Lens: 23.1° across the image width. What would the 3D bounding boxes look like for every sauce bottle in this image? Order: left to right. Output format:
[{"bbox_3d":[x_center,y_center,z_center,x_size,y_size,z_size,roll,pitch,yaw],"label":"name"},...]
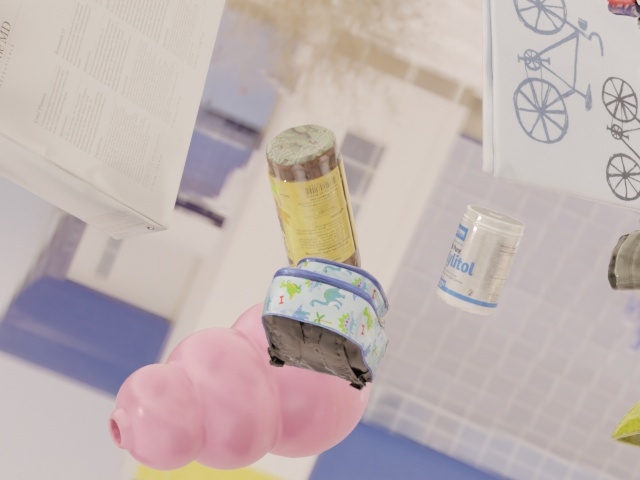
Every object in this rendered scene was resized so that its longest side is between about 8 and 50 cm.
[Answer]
[{"bbox_3d":[0.000,0.000,2.291,0.111,0.344,0.111,-8,-147,5],"label":"sauce bottle"}]

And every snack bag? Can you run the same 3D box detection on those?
[{"bbox_3d":[0.353,-0.192,2.021,0.342,0.323,0.037,11,156,-26],"label":"snack bag"}]

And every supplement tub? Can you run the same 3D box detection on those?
[{"bbox_3d":[0.175,0.022,1.717,0.071,0.107,0.071,17,-170,-3],"label":"supplement tub"}]

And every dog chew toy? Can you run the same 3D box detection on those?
[{"bbox_3d":[-0.105,0.190,1.943,0.331,0.207,0.206,-14,-155,-28],"label":"dog chew toy"}]

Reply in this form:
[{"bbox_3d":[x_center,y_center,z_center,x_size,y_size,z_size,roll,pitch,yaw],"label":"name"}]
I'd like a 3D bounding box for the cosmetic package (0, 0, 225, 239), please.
[{"bbox_3d":[-0.251,-0.230,1.683,0.097,0.377,0.284,-9,149,40],"label":"cosmetic package"}]

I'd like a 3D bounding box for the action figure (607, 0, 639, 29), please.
[{"bbox_3d":[0.320,-0.315,1.366,0.178,0.330,0.341,-6,-161,-5],"label":"action figure"}]

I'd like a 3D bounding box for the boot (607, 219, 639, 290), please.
[{"bbox_3d":[0.323,0.040,1.369,0.161,0.083,0.246,1,-154,33],"label":"boot"}]

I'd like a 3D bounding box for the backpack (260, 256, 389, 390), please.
[{"bbox_3d":[0.003,0.062,1.319,0.105,0.084,0.114,14,159,15],"label":"backpack"}]

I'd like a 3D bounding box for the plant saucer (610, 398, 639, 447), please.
[{"bbox_3d":[0.394,0.158,1.448,0.188,0.045,0.188,17,151,-42],"label":"plant saucer"}]
